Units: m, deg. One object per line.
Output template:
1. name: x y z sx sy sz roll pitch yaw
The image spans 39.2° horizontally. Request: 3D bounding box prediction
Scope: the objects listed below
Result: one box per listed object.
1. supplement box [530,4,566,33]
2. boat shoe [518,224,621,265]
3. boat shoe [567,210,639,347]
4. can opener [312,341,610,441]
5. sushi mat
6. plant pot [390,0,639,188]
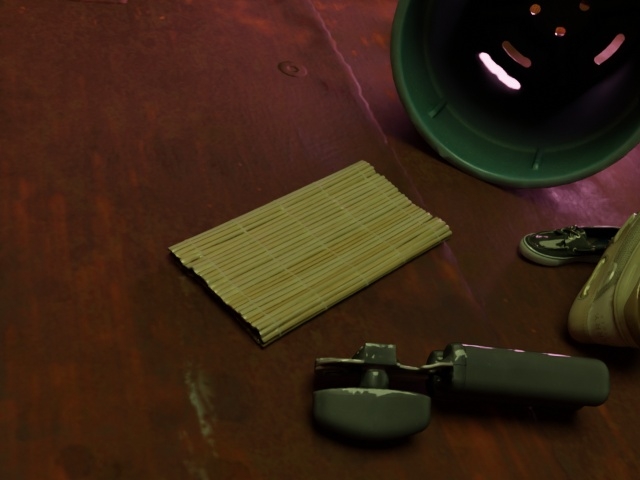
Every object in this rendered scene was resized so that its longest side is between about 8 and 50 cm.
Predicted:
1. supplement box: 0.327 -0.409 1.542 0.233 0.080 0.078 -5 42 -23
2. boat shoe: 0.303 0.001 1.072 0.142 0.040 0.049 1 42 -21
3. boat shoe: 0.369 0.016 1.020 0.302 0.098 0.109 -45 113 -40
4. can opener: 0.128 0.146 0.828 0.283 0.076 0.095 8 72 -13
5. sushi mat: 0.000 0.000 0.974 0.151 0.019 0.316 38 43 25
6. plant pot: 0.305 -0.286 1.214 0.341 0.341 0.334 26 31 10
